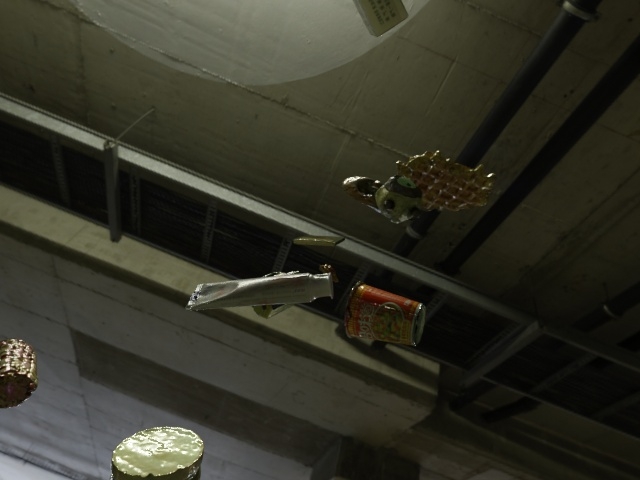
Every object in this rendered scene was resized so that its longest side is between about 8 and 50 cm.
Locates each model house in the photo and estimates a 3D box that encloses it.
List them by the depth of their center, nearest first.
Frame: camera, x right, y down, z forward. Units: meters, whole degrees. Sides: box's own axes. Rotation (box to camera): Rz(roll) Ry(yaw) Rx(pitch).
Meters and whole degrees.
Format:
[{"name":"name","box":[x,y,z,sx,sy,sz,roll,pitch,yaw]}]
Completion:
[{"name":"model house","box":[-0.179,0.195,1.720,0.170,0.194,0.211,59,-39,15]}]

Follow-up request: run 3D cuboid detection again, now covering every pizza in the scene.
[{"name":"pizza","box":[0.028,0.094,1.365,0.083,0.078,0.025,38,-68,-25]}]

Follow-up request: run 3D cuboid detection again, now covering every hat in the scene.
[{"name":"hat","box":[0.141,-0.066,0.740,0.077,0.059,0.076,29,-51,-30]}]

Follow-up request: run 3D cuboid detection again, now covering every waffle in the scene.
[{"name":"waffle","box":[0.392,-0.183,1.329,0.301,0.058,0.281,10,-27,17]}]

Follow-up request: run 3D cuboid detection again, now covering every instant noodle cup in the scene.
[{"name":"instant noodle cup","box":[0.206,0.238,1.297,0.212,0.193,0.193,10,-46,27]}]

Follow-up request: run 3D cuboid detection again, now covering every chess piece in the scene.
[{"name":"chess piece","box":[-0.450,0.755,1.102,0.234,0.234,0.442,9,-86,10]}]

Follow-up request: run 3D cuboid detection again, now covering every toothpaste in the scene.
[{"name":"toothpaste","box":[-0.135,0.114,0.936,0.323,0.100,0.066,-5,-61,6]}]

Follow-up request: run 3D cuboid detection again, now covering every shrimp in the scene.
[{"name":"shrimp","box":[0.166,-0.133,1.256,0.254,0.145,0.059,44,-51,35]}]

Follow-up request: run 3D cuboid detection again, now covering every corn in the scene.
[{"name":"corn","box":[-0.598,0.249,0.802,0.092,0.092,0.281,49,-28,-25]}]

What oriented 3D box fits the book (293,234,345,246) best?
[{"name":"book","box":[0.000,0.000,1.608,0.160,0.228,0.024,3,-85,12]}]

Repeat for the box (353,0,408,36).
[{"name":"box","box":[0.064,-0.512,0.765,0.069,0.164,0.256,-28,-67,16]}]
